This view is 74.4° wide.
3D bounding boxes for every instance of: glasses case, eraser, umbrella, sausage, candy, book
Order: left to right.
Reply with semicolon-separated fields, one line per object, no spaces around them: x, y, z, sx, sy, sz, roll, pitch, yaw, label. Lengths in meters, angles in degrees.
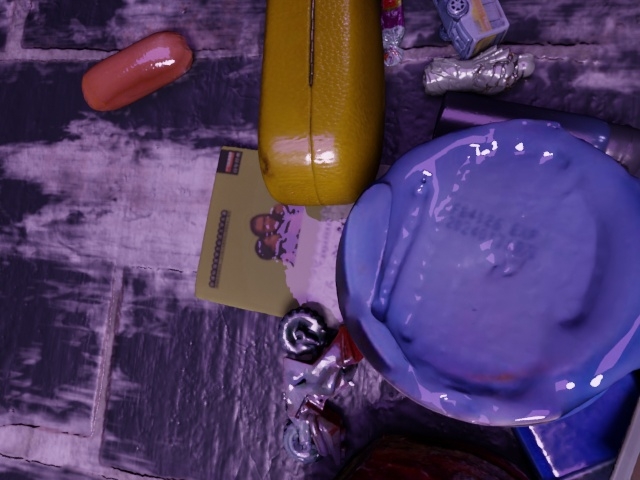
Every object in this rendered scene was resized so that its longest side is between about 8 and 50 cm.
-0.291;-0.268;0.669;0.194;0.077;0.077;-23;80;8;sausage
0.000;0.000;0.602;0.351;0.035;0.240;10;87;12;book
0.012;-0.216;0.542;0.141;0.173;0.372;-1;71;8;glasses case
0.103;-0.339;0.613;0.045;0.043;0.175;-3;84;21;candy
0.211;-0.227;0.570;0.143;0.067;0.062;-2;54;17;umbrella
0.337;0.284;0.469;0.154;0.101;0.332;-27;80;6;eraser

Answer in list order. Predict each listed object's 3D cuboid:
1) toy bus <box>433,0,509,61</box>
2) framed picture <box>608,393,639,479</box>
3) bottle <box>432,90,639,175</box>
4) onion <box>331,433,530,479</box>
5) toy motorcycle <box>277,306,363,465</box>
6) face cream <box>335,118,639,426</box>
0.191;-0.350;0.587;0.075;0.064;0.191;-18;81;3;toy bus
0.441;0.185;0.440;0.232;0.019;0.296;37;71;3;framed picture
0.271;-0.133;0.541;0.244;0.072;0.082;14;57;12;bottle
0.091;0.367;0.427;0.336;0.260;0.282;-36;73;12;onion
0.006;0.194;0.560;0.122;0.082;0.213;0;96;15;toy motorcycle
0.162;0.046;0.403;0.248;0.225;0.249;-9;68;23;face cream
